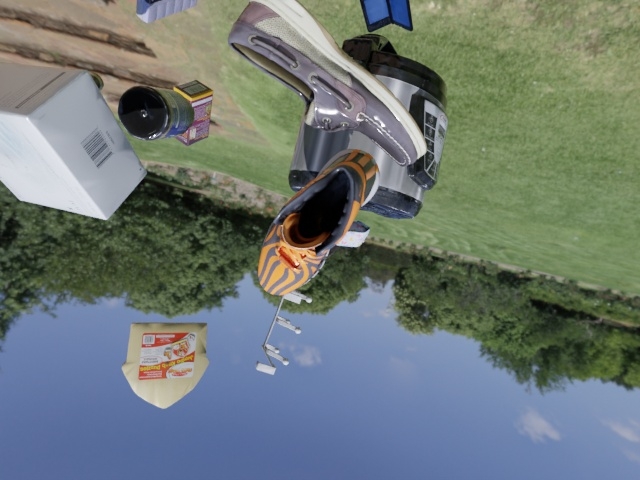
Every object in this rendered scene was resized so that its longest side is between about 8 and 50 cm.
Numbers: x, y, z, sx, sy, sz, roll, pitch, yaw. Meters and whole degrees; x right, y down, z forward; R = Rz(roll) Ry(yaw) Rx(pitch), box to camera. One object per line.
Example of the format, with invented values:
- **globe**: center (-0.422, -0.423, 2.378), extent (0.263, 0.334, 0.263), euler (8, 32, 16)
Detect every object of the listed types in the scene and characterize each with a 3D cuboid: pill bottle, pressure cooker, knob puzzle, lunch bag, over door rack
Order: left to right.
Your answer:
- **pill bottle**: center (-0.398, -0.319, 1.031), extent (0.122, 0.123, 0.219), euler (14, -163, -1)
- **knob puzzle**: center (-0.359, 0.289, 0.957), extent (0.213, 0.213, 0.030), euler (14, 171, -29)
- **over door rack**: center (-0.111, 0.281, 1.318), extent (0.108, 0.240, 0.324), euler (20, 175, -3)
- **lunch bag**: center (0.090, -0.020, 1.158), extent (0.083, 0.053, 0.071), euler (6, 142, -13)
- **pressure cooker**: center (0.125, -0.292, 1.061), extent (0.375, 0.421, 0.370), euler (14, 180, -16)

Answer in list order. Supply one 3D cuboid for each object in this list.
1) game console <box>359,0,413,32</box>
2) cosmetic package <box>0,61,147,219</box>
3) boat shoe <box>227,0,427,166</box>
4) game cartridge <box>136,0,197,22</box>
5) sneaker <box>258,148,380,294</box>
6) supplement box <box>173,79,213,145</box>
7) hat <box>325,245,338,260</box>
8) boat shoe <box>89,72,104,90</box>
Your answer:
- **game console**: center (0.188, -0.658, 1.179), extent (0.124, 0.085, 0.144), euler (-19, 153, 11)
- **cosmetic package**: center (-0.482, -0.174, 0.727), extent (0.224, 0.138, 0.224), euler (12, 144, 18)
- **boat shoe**: center (0.011, -0.183, 0.518), extent (0.285, 0.092, 0.103), euler (40, 180, -16)
- **game cartridge**: center (-0.403, -0.795, 1.130), extent (0.068, 0.230, 0.355), euler (35, 141, -3)
- **sneaker**: center (-0.037, -0.007, 0.660), extent (0.124, 0.321, 0.180), euler (36, -152, 3)
- **supplement box**: center (-0.436, -0.430, 1.390), extent (0.080, 0.188, 0.104), euler (35, -135, 12)
- **hat**: center (0.000, 0.000, 1.524), extent (0.134, 0.331, 0.331), euler (44, 179, -3)
- **boat shoe**: center (-0.569, -0.333, 0.940), extent (0.056, 0.152, 0.049), euler (53, -162, -22)
